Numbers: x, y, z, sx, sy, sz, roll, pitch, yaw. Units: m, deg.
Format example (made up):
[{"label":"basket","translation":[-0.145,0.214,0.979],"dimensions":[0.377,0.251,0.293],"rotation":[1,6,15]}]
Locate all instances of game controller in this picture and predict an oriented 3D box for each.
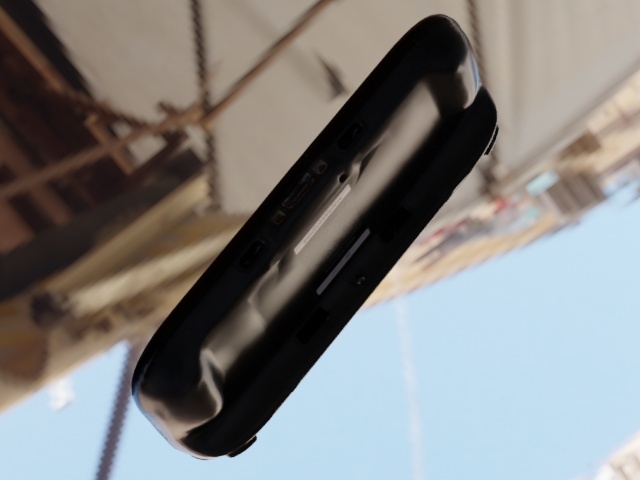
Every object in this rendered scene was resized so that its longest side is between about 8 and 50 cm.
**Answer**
[{"label":"game controller","translation":[0.000,0.000,1.268],"dimensions":[0.067,0.319,0.166],"rotation":[32,167,31]}]
